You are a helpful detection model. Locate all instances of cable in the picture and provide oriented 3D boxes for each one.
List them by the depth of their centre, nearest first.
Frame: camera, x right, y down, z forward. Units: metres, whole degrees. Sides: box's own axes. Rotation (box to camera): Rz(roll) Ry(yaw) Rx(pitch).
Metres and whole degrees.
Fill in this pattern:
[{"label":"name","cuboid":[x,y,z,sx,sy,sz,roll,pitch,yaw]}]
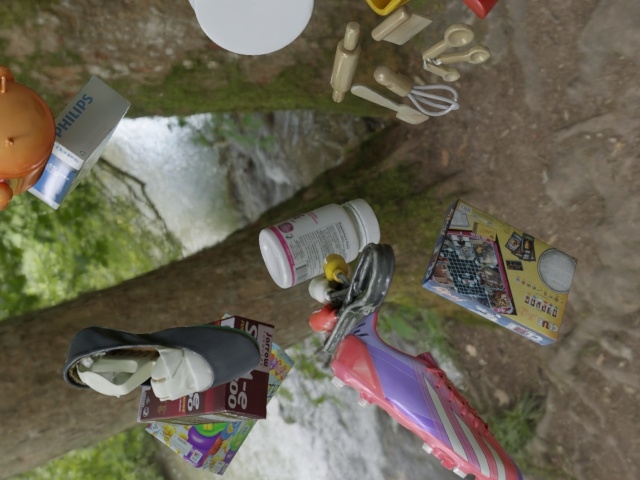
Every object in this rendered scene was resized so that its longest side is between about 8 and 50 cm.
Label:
[{"label":"cable","cuboid":[0.024,0.074,0.833,0.287,0.072,0.140,122,162,-81]}]

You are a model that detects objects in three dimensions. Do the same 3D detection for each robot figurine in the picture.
[{"label":"robot figurine","cuboid":[-0.424,-0.135,0.892,0.128,0.158,0.219,40,153,-16]}]

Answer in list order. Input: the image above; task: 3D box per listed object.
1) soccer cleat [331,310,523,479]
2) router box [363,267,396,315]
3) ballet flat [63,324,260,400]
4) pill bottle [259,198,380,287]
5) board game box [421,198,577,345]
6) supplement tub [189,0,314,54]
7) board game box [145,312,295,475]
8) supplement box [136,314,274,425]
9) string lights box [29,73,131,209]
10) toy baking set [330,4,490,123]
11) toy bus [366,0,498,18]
[{"label":"soccer cleat","cuboid":[0.125,0.179,0.729,0.248,0.095,0.083,34,170,5]},{"label":"router box","cuboid":[0.138,0.118,1.602,0.038,0.092,0.123,22,98,10]},{"label":"ballet flat","cuboid":[-0.157,0.121,0.636,0.203,0.074,0.074,0,108,18]},{"label":"pill bottle","cuboid":[0.000,0.000,1.725,0.160,0.282,0.160,52,155,38]},{"label":"board game box","cuboid":[0.312,0.055,1.159,0.243,0.165,0.042,26,157,-6]},{"label":"supplement tub","cuboid":[-0.113,-0.430,1.010,0.191,0.191,0.272,111,154,-46]},{"label":"board game box","cuboid":[-0.196,0.314,1.370,0.142,0.275,0.144,28,165,22]},{"label":"supplement box","cuboid":[-0.169,0.194,0.964,0.239,0.073,0.130,-21,58,44]},{"label":"string lights box","cuboid":[-0.415,-0.157,1.126,0.076,0.133,0.259,38,151,-16]},{"label":"toy baking set","cuboid":[0.109,-0.214,0.890,0.256,0.196,0.030,117,156,-68]},{"label":"toy bus","cuboid":[0.124,-0.342,0.756,0.104,0.202,0.191,165,116,-72]}]
